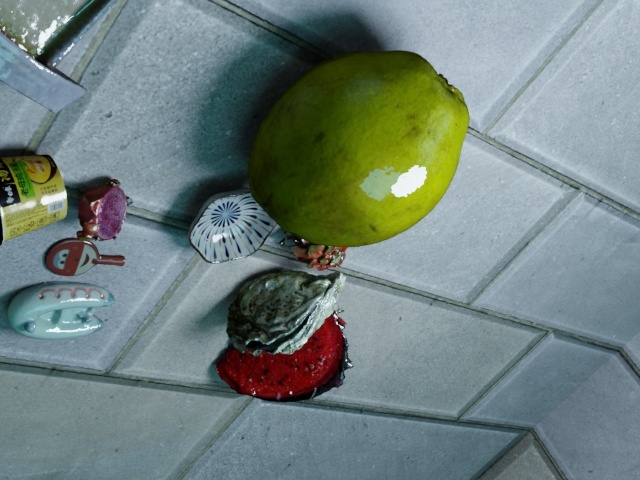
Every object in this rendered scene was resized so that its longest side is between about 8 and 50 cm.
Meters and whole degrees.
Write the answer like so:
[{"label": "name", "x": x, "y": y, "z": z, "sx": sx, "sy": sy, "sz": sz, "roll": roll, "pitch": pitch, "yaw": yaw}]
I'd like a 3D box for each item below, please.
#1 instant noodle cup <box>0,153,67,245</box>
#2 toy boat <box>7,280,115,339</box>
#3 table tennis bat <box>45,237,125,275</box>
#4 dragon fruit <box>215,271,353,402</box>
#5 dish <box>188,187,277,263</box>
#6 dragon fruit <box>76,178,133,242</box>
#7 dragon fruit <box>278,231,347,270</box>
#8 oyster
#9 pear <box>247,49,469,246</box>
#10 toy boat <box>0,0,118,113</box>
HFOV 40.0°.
[{"label": "instant noodle cup", "x": -0.498, "y": -0.074, "z": 1.459, "sx": 0.122, "sy": 0.151, "sz": 0.151, "roll": -14, "pitch": 139, "yaw": -32}, {"label": "toy boat", "x": -0.513, "y": 0.148, "z": 1.738, "sx": 0.208, "sy": 0.079, "sz": 0.134, "roll": 6, "pitch": 132, "yaw": -38}, {"label": "table tennis bat", "x": -0.455, "y": 0.035, "z": 1.701, "sx": 0.155, "sy": 0.019, "sz": 0.098, "roll": 6, "pitch": 129, "yaw": -33}, {"label": "dragon fruit", "x": -0.064, "y": 0.255, "z": 2.070, "sx": 0.343, "sy": 0.282, "sz": 0.100, "roll": -54, "pitch": 178, "yaw": 25}, {"label": "dish", "x": -0.182, "y": -0.044, "z": 1.748, "sx": 0.191, "sy": 0.066, "sz": 0.190, "roll": -18, "pitch": 137, "yaw": -18}, {"label": "dragon fruit", "x": -0.403, "y": -0.055, "z": 1.587, "sx": 0.068, "sy": 0.126, "sz": 0.112, "roll": 12, "pitch": 149, "yaw": 15}, {"label": "dragon fruit", "x": -0.005, "y": 0.001, "z": 1.871, "sx": 0.130, "sy": 0.121, "sz": 0.142, "roll": -45, "pitch": 124, "yaw": -36}, {"label": "oyster", "x": -0.077, "y": 0.159, "z": 1.913, "sx": 0.268, "sy": 0.198, "sz": 0.112, "roll": -7, "pitch": 153, "yaw": 23}, {"label": "pear", "x": 0.071, "y": -0.155, "z": 1.592, "sx": 0.413, "sy": 0.352, "sz": 0.352, "roll": -35, "pitch": 142, "yaw": 21}, {"label": "toy boat", "x": -0.418, "y": -0.343, "z": 1.261, "sx": 0.276, "sy": 0.111, "sz": 0.293, "roll": 16, "pitch": 110, "yaw": -42}]
